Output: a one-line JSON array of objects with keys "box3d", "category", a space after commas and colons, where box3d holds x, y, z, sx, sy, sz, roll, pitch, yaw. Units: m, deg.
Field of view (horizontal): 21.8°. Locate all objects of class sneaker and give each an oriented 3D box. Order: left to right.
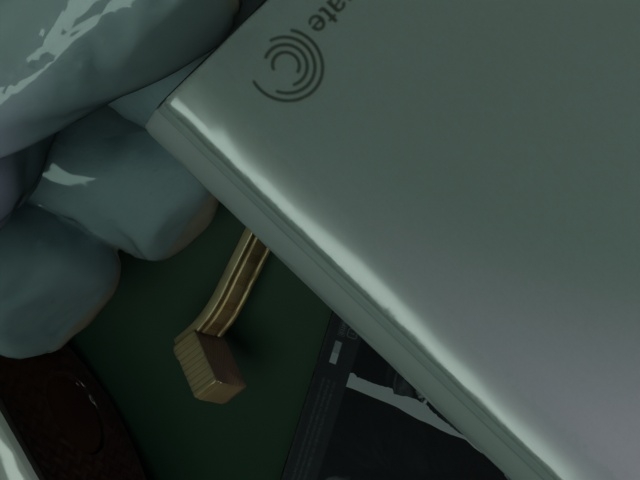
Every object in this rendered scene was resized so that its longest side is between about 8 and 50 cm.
[{"box3d": [-0.137, 0.166, 0.813, 0.123, 0.106, 0.290, -23, 103, 18], "category": "sneaker"}]

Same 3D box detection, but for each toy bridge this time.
[{"box3d": [0.000, 0.000, 0.749, 0.188, 0.026, 0.063, -38, 60, 22], "category": "toy bridge"}]

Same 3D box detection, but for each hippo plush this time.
[{"box3d": [-0.181, -0.086, 0.701, 0.294, 0.234, 0.236, -33, 67, -13], "category": "hippo plush"}]

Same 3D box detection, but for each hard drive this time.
[{"box3d": [0.140, -0.002, 0.637, 0.353, 0.047, 0.233, 44, 69, -2], "category": "hard drive"}]

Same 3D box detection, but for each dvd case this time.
[{"box3d": [0.097, 0.137, 0.782, 0.238, 0.029, 0.179, 20, 112, 7], "category": "dvd case"}]
